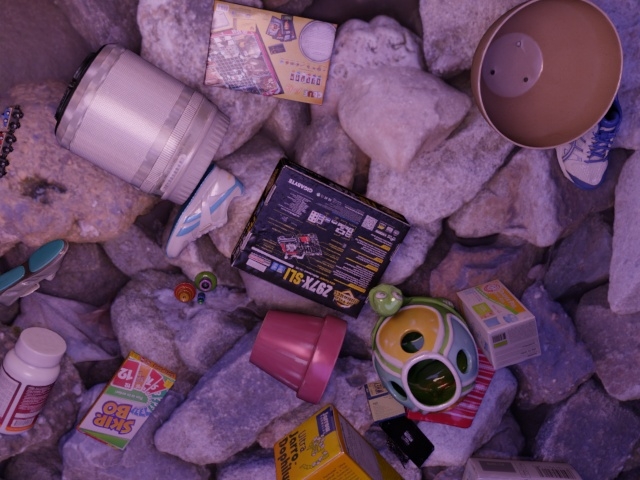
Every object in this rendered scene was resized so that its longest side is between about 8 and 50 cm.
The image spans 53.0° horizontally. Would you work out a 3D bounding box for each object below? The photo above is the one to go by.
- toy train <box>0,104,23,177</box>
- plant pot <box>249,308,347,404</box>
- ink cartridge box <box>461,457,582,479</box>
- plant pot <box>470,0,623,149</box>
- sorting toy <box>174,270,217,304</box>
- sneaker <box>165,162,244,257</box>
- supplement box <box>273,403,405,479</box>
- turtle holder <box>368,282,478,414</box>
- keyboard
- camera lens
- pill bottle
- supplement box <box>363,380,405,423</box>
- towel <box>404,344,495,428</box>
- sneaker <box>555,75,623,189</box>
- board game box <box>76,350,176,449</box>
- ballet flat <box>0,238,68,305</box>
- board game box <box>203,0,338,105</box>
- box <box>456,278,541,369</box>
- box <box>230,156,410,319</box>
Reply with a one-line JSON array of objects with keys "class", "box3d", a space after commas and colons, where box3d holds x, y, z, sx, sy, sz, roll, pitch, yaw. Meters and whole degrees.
[{"class": "toy train", "box3d": [-0.633, -0.200, 1.285, 0.036, 0.027, 0.158, 24, 107, -4]}, {"class": "plant pot", "box3d": [-0.055, 0.247, 1.457, 0.180, 0.201, 0.201, 20, 107, 2]}, {"class": "ink cartridge box", "box3d": [0.523, 0.792, 1.790, 0.308, 0.091, 0.385, 6, 109, -10]}, {"class": "plant pot", "box3d": [0.421, -0.342, 1.286, 0.284, 0.191, 0.284, -2, 111, -6]}, {"class": "sorting toy", "box3d": [-0.279, 0.115, 1.445, 0.102, 0.042, 0.061, -26, 112, 2]}, {"class": "sneaker", "box3d": [-0.252, -0.048, 1.364, 0.092, 0.087, 0.228, 32, 106, -20]}, {"class": "supplement box", "box3d": [0.070, 0.624, 1.606, 0.195, 0.194, 0.356, -38, 111, 7]}, {"class": "turtle holder", "box3d": [0.235, 0.239, 1.446, 0.243, 0.227, 0.320, -2, 105, 4]}, {"class": "keyboard", "box3d": [0.213, 0.518, 1.680, 0.100, 0.038, 0.192, -45, 111, -15]}, {"class": "camera lens", "box3d": [-0.338, -0.218, 1.213, 0.274, 0.219, 0.219, 30, 104, -17]}, {"class": "pill bottle", "box3d": [-0.656, 0.310, 1.425, 0.121, 0.121, 0.221, 26, 105, -16]}, {"class": "supplement box", "box3d": [0.160, 0.399, 1.606, 0.083, 0.056, 0.083, -16, 112, -2]}, {"class": "towel", "box3d": [0.343, 0.350, 1.627, 0.199, 0.031, 0.275, 14, 108, -14]}, {"class": "sneaker", "box3d": [0.583, -0.237, 1.382, 0.112, 0.131, 0.296, -16, 113, -4]}, {"class": "board game box", "box3d": [-0.468, 0.393, 1.532, 0.124, 0.039, 0.259, 33, 106, -17]}, {"class": "ballet flat", "box3d": [-0.613, 0.070, 1.378, 0.213, 0.072, 0.068, -31, 139, 5]}, {"class": "board game box", "box3d": [-0.101, -0.373, 1.282, 0.243, 0.042, 0.165, 8, 109, -11]}, {"class": "box", "box3d": [0.406, 0.188, 1.480, 0.114, 0.203, 0.103, -18, 113, -3]}, {"class": "box", "box3d": [0.000, 0.000, 1.422, 0.322, 0.079, 0.257, 24, 108, -16]}]
